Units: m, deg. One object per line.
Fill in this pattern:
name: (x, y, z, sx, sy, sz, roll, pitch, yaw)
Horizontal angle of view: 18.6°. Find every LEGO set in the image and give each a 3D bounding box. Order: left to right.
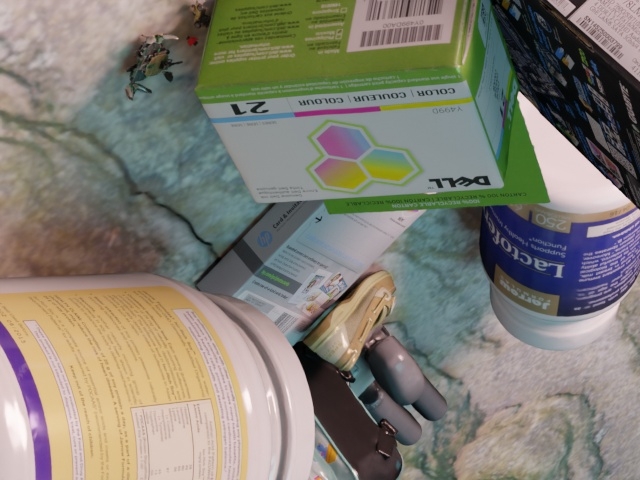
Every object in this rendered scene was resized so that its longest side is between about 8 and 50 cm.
LEGO set: (-0.109, -0.131, 1.331, 0.083, 0.023, 0.054, -42, 158, -27)

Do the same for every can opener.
can opener: (0.067, 0.146, 1.877, 0.074, 0.093, 0.280, -42, 157, -1)

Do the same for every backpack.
backpack: (-0.043, 0.204, 1.725, 0.144, 0.166, 0.188, -21, 158, -48)

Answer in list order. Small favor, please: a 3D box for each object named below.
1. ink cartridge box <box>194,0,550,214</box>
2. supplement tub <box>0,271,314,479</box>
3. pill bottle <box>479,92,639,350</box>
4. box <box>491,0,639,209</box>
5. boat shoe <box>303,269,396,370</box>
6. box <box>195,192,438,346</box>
ink cartridge box: (0.047, -0.067, 1.377, 0.188, 0.097, 0.255, -3, 142, 19)
supplement tub: (-0.186, 0.144, 1.383, 0.331, 0.241, 0.241, -1, 132, -50)
pill bottle: (0.221, -0.021, 1.755, 0.153, 0.153, 0.265, -31, 150, -18)
box: (0.175, -0.145, 1.372, 0.073, 0.293, 0.295, -40, 152, -2)
boat shoe: (0.035, 0.071, 1.720, 0.056, 0.048, 0.153, -47, 176, 25)
box: (0.000, 0.000, 1.630, 0.186, 0.038, 0.145, -45, 153, 9)
